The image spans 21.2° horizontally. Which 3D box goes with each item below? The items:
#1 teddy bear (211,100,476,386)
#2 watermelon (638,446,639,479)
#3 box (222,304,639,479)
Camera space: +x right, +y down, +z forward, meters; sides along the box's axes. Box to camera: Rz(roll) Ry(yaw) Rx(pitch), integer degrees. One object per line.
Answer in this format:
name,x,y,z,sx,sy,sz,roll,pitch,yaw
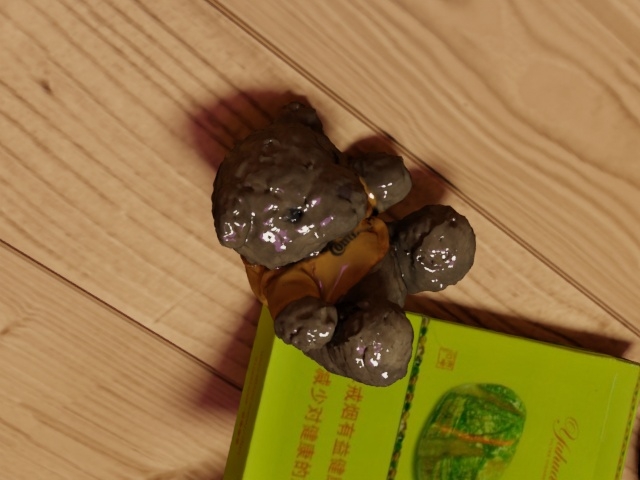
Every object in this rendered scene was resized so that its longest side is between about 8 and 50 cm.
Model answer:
teddy bear,0.000,0.000,1.208,0.140,0.177,0.190,-7,129,41
watermelon,0.377,0.203,1.509,0.226,0.148,0.318,-14,121,-25
box,0.095,0.156,1.363,0.335,0.047,0.187,13,89,-23
